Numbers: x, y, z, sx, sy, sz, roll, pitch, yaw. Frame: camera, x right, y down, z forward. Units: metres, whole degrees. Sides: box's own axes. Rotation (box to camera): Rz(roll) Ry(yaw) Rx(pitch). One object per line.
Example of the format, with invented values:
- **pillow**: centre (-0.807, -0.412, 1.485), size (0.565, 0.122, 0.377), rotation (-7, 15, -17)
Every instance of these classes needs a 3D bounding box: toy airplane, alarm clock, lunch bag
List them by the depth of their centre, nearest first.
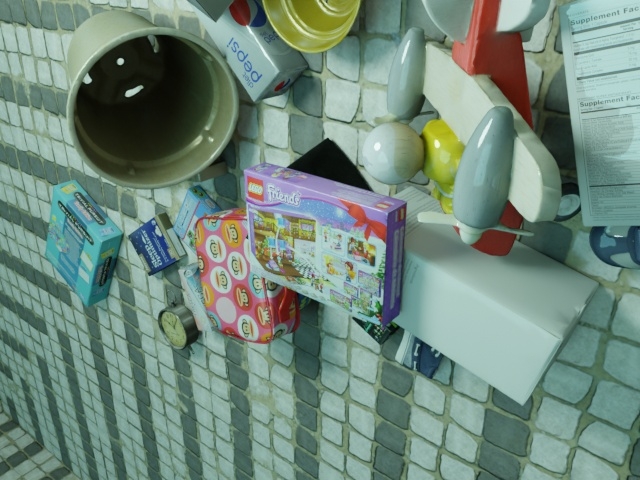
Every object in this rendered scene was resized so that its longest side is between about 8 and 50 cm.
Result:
- **toy airplane**: centre (0.180, -0.166, 0.791), size (0.273, 0.386, 0.384), rotation (-19, 81, 4)
- **lunch bag**: centre (-0.151, 0.075, 1.307), size (0.258, 0.120, 0.292), rotation (4, 106, 44)
- **alarm clock**: centre (-0.410, 0.228, 1.716), size (0.129, 0.064, 0.191), rotation (9, 118, 38)

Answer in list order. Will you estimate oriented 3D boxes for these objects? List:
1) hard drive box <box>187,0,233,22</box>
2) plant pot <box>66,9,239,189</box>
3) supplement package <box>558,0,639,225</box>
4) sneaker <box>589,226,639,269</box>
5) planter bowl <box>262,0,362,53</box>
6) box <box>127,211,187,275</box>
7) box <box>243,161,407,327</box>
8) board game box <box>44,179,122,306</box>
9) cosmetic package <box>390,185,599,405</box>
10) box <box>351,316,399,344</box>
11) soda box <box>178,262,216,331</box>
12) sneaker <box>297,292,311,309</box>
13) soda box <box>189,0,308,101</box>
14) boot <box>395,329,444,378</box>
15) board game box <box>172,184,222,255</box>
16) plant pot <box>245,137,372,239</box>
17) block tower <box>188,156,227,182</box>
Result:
- **hard drive box**: centre (-0.188, -0.537, 1.043), size (0.181, 0.089, 0.232), rotation (42, 94, 16)
- **plant pot**: centre (-0.385, -0.326, 1.245), size (0.305, 0.334, 0.333), rotation (49, 138, 41)
- **supplement package**: centre (0.423, -0.171, 0.698), size (0.198, 0.199, 0.262), rotation (0, 110, 41)
- **sneaker**: centre (0.498, -0.004, 0.764), size (0.319, 0.131, 0.112), rotation (-9, 105, 43)
- **planter bowl**: centre (0.005, -0.435, 1.009), size (0.217, 0.090, 0.217), rotation (19, 122, 33)
- **box**: centre (-0.472, 0.019, 1.688), size (0.225, 0.037, 0.136), rotation (-25, 93, 46)
- **box**: centre (0.000, 0.000, 0.981), size (0.293, 0.057, 0.200), rotation (20, 123, 34)
- **board game box**: centre (-0.765, 0.015, 1.909), size (0.254, 0.079, 0.336), rotation (45, 133, 15)
- **cosmetic package**: centre (0.234, 0.072, 0.988), size (0.366, 0.197, 0.155), rotation (34, 129, 26)
- **box**: centre (0.120, 0.160, 1.221), size (0.083, 0.062, 0.052), rotation (42, 131, 17)
- **soda box**: centre (-0.316, 0.152, 1.601), size (0.063, 0.058, 0.183), rotation (-3, 109, 42)
- **sneaker**: centre (-0.050, 0.072, 1.323), size (0.078, 0.067, 0.188), rotation (29, 130, 20)
- **soda box**: centre (-0.152, -0.417, 1.154), size (0.098, 0.091, 0.286), rotation (-37, 85, 44)
- **boot**: centre (0.210, 0.187, 1.162), size (0.086, 0.069, 0.189), rotation (27, 135, 20)
- **board game box**: centre (-0.276, -0.011, 1.498), size (0.211, 0.039, 0.160), rotation (47, 133, 14)
- **plant pot**: centre (-0.002, -0.053, 1.153), size (0.167, 0.188, 0.187), rotation (38, 132, 5)
- **block tower**: centre (-0.379, -0.207, 1.456), size (0.336, 0.091, 0.097), rotation (11, 118, 37)
